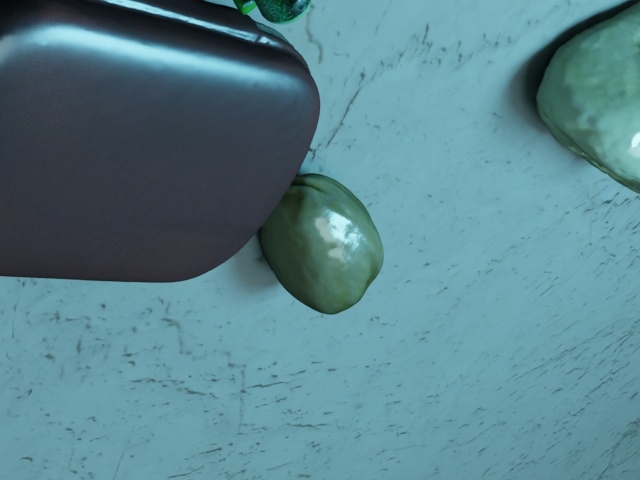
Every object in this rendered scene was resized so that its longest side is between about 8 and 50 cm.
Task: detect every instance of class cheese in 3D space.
[{"bbox_3d":[0.353,-0.137,1.529,0.248,0.173,0.251,-20,145,-34],"label":"cheese"}]

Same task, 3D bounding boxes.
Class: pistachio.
[{"bbox_3d":[0.000,0.000,1.365,0.185,0.126,0.108,78,21,-49],"label":"pistachio"}]

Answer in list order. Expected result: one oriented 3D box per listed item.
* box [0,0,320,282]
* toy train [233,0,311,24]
[{"bbox_3d":[-0.176,-0.083,1.070,0.404,0.108,0.263,7,121,-50],"label":"box"},{"bbox_3d":[-0.073,-0.254,0.984,0.085,0.119,0.251,-41,146,-7],"label":"toy train"}]
